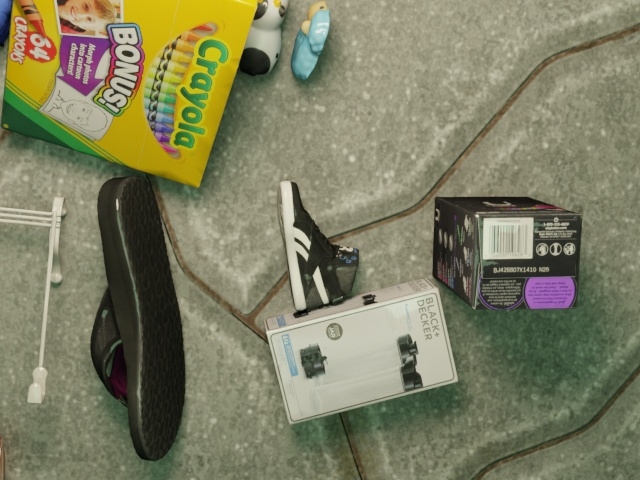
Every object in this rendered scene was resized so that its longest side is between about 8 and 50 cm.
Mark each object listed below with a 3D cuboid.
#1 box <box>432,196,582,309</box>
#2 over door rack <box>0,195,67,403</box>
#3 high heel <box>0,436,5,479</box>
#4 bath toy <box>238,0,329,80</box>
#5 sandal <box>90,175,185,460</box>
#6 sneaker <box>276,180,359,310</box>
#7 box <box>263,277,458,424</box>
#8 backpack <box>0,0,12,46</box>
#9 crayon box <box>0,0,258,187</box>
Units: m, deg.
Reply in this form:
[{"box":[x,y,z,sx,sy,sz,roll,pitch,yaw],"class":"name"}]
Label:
[{"box":[0.282,0.011,1.546,0.165,0.270,0.143,0,98,-7],"class":"box"},{"box":[-0.529,0.083,1.533,0.239,0.108,0.324,5,77,-8],"class":"over door rack"},{"box":[-0.615,0.473,1.576,0.181,0.127,0.377,13,100,-19],"class":"high heel"},{"box":[-0.165,-0.338,1.520,0.348,0.129,0.151,7,97,-7],"class":"bath toy"},{"box":[-0.299,0.123,1.574,0.107,0.167,0.446,-6,92,20],"class":"sandal"},{"box":[0.000,0.000,1.617,0.121,0.079,0.217,-10,107,-8],"class":"sneaker"},{"box":[0.065,0.180,1.638,0.290,0.087,0.169,-13,99,-5],"class":"box"},{"box":[-0.504,-0.356,1.481,0.098,0.120,0.101,29,94,-9],"class":"backpack"},{"box":[-0.277,-0.269,1.424,0.313,0.106,0.363,17,137,-8],"class":"crayon box"}]
